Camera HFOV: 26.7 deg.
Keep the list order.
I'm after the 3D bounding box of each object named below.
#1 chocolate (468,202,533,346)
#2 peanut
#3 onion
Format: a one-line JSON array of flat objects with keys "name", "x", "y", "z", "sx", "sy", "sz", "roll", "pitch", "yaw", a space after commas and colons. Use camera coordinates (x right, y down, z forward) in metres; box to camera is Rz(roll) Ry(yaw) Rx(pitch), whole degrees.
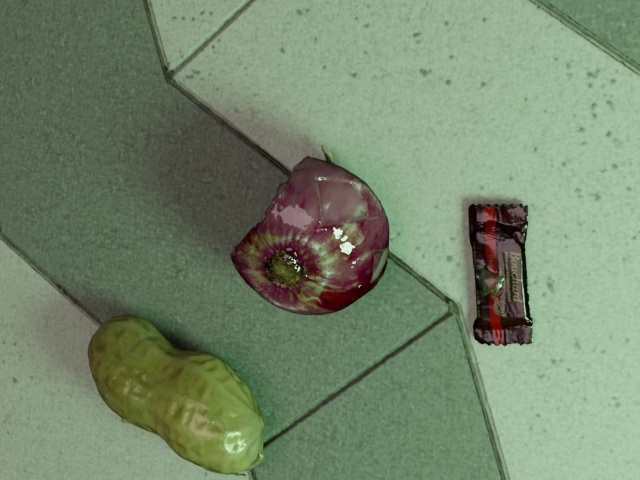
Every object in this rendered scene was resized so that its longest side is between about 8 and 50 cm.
[{"name": "chocolate", "x": 0.224, "y": 0.044, "z": 1.688, "sx": 0.086, "sy": 0.028, "sz": 0.182, "roll": 2, "pitch": 96, "yaw": 25}, {"name": "peanut", "x": -0.205, "y": 0.211, "z": 1.884, "sx": 0.313, "sy": 0.149, "sz": 0.149, "roll": 26, "pitch": 108, "yaw": 28}, {"name": "onion", "x": -0.004, "y": 0.006, "z": 1.728, "sx": 0.207, "sy": 0.200, "sz": 0.200, "roll": -47, "pitch": 74, "yaw": 12}]
